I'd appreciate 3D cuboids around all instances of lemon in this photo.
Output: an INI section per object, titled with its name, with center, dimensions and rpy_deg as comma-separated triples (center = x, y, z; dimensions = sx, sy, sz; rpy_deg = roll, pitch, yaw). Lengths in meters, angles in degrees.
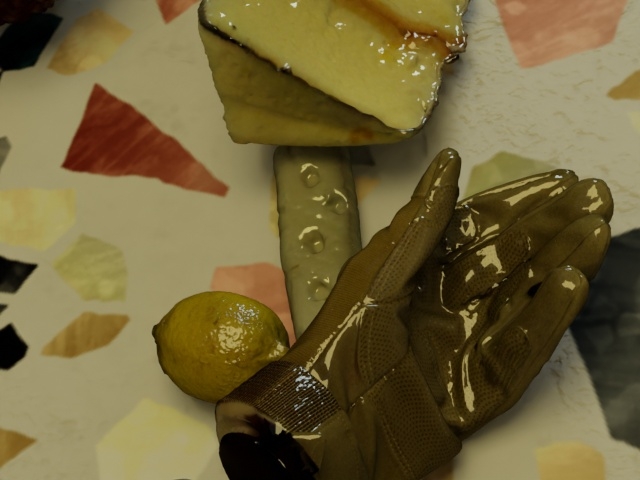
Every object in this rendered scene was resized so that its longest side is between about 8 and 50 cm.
[lemon]
center = -0.067, 0.078, 1.256
dimensions = 0.110, 0.082, 0.082
rpy_deg = 9, 60, 27

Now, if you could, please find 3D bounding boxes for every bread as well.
[bread]
center = 0.021, -0.191, 1.356
dimensions = 0.178, 0.135, 0.240
rpy_deg = 1, 44, 15

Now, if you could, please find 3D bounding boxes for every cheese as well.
[cheese]
center = 0.000, 0.000, 1.315
dimensions = 0.065, 0.043, 0.194
rpy_deg = -17, 55, 13

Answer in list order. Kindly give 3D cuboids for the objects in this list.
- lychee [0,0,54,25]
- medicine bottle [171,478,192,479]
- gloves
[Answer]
[lychee]
center = -0.303, -0.325, 1.469
dimensions = 0.264, 0.264, 0.300
rpy_deg = -32, 75, -7
[medicine bottle]
center = -0.157, 0.268, 1.124
dimensions = 0.250, 0.131, 0.131
rpy_deg = -32, 55, -7
[gloves]
center = 0.070, 0.064, 1.192
dimensions = 0.154, 0.141, 0.331
rpy_deg = 40, 64, 20
